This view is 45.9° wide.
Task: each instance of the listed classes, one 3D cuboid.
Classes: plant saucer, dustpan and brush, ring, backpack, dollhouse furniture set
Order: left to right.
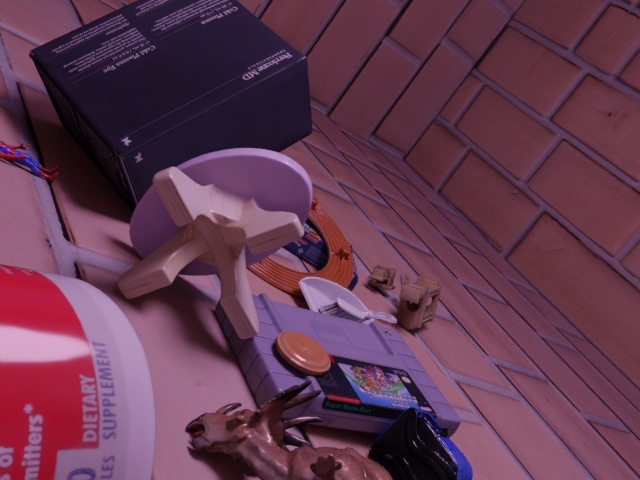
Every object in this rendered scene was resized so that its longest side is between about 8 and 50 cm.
[{"bbox_3d":[-0.068,-0.026,1.471,0.336,0.032,0.336,28,32,-19],"label":"ring"},{"bbox_3d":[-0.022,0.150,1.025,0.083,0.013,0.083,28,19,-11],"label":"plant saucer"},{"bbox_3d":[0.066,0.136,1.373,0.211,0.060,0.147,28,27,-49],"label":"dustpan and brush"},{"bbox_3d":[0.154,0.126,1.628,0.161,0.101,0.182,16,8,22],"label":"dollhouse furniture set"},{"bbox_3d":[0.149,0.300,1.030,0.101,0.098,0.120,24,19,-50],"label":"backpack"}]

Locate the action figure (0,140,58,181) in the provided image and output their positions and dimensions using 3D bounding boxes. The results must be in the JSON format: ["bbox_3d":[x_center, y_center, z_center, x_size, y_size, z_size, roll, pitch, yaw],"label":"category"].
[{"bbox_3d":[-0.443,-0.125,1.110,0.115,0.030,0.038,25,24,-31],"label":"action figure"}]

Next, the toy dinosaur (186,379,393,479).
[{"bbox_3d":[0.013,0.261,0.820,0.295,0.127,0.200,37,8,-21],"label":"toy dinosaur"}]

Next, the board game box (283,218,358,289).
[{"bbox_3d":[0.000,0.000,1.649,0.194,0.060,0.194,33,17,-15],"label":"board game box"}]

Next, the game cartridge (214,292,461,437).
[{"bbox_3d":[0.033,0.188,1.125,0.355,0.068,0.230,18,20,-37],"label":"game cartridge"}]

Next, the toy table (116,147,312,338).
[{"bbox_3d":[-0.144,-0.006,1.023,0.252,0.274,0.161,53,18,-21],"label":"toy table"}]

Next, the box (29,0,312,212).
[{"bbox_3d":[-0.242,-0.246,1.269,0.312,0.343,0.179,46,-22,30],"label":"box"}]

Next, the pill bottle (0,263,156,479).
[{"bbox_3d":[-0.304,0.103,0.371,0.407,0.229,0.229,16,26,-52],"label":"pill bottle"}]
